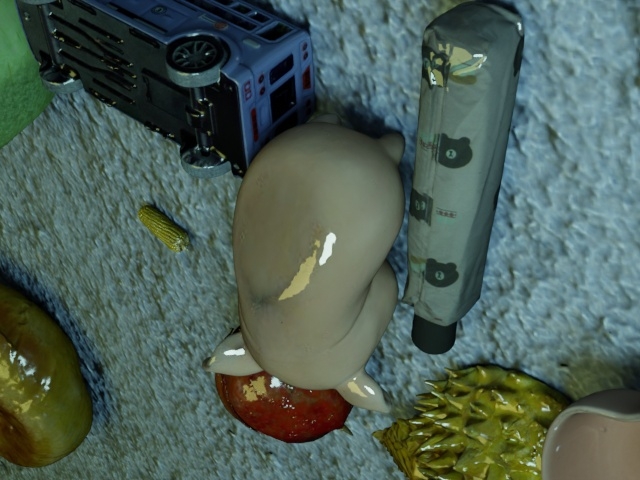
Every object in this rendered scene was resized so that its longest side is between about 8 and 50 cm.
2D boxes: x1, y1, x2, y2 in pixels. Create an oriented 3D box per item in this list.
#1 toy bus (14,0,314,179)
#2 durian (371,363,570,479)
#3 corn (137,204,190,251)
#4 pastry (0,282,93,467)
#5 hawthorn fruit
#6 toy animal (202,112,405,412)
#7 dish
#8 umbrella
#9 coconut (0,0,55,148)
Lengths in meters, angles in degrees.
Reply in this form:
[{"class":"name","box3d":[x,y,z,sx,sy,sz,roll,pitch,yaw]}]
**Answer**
[{"class":"toy bus","box3d":[-0.149,-0.178,0.968,0.292,0.133,0.125,30,145,27]},{"class":"durian","box3d":[0.183,0.220,0.966,0.305,0.185,0.196,44,122,26]},{"class":"corn","box3d":[-0.182,-0.014,1.246,0.083,0.028,0.027,39,149,26]},{"class":"pastry","box3d":[-0.508,0.211,1.698,0.356,0.164,0.356,20,135,22]},{"class":"hawthorn fruit","box3d":[-0.025,0.145,1.109,0.172,0.148,0.148,40,149,-15]},{"class":"toy animal","box3d":[-0.002,0.022,0.910,0.166,0.154,0.250,21,124,26]},{"class":"dish","box3d":[0.280,0.187,0.816,0.213,0.090,0.213,24,132,30]},{"class":"umbrella","box3d":[0.106,-0.032,0.848,0.067,0.073,0.337,39,145,34]},{"class":"coconut","box3d":[-0.465,-0.225,1.166,0.328,0.281,0.328,26,146,20]}]
